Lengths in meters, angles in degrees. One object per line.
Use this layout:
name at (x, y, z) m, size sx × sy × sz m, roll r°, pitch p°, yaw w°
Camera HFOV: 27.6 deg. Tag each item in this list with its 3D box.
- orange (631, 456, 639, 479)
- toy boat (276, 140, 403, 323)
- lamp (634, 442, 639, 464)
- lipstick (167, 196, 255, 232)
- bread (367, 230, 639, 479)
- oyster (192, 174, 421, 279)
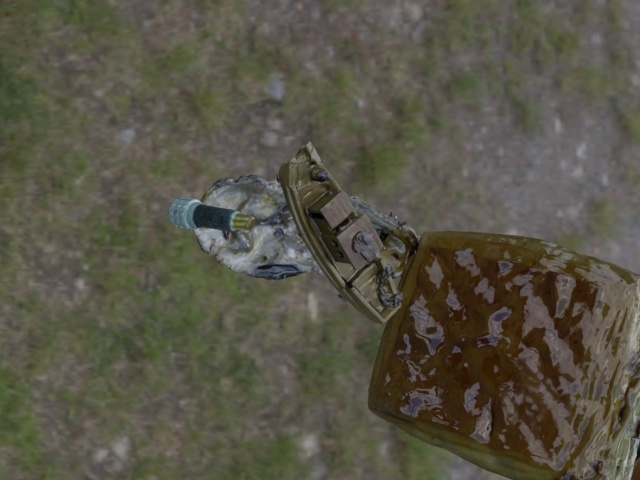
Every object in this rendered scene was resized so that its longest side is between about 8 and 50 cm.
orange at (0.457, 0.339, 1.678) m, size 0.156 × 0.124 × 0.156 m, roll -38°, pitch 134°, yaw -52°
toy boat at (0.021, -0.006, 1.300) m, size 0.064 × 0.072 × 0.206 m, roll -41°, pitch 116°, yaw -23°
lamp at (0.544, 0.356, 1.898) m, size 0.272 × 0.374 × 0.205 m, roll 39°, pitch 68°, yaw -3°
lipstick at (-0.117, -0.024, 1.446) m, size 0.037 × 0.116 × 0.037 m, roll -16°, pitch 111°, yaw -48°
bread at (0.241, 0.146, 1.537) m, size 0.167 × 0.324 × 0.277 m, roll 37°, pitch 69°, yaw -62°
oyster at (0.000, -0.003, 1.685) m, size 0.345 × 0.078 × 0.128 m, roll 10°, pitch 88°, yaw -15°
